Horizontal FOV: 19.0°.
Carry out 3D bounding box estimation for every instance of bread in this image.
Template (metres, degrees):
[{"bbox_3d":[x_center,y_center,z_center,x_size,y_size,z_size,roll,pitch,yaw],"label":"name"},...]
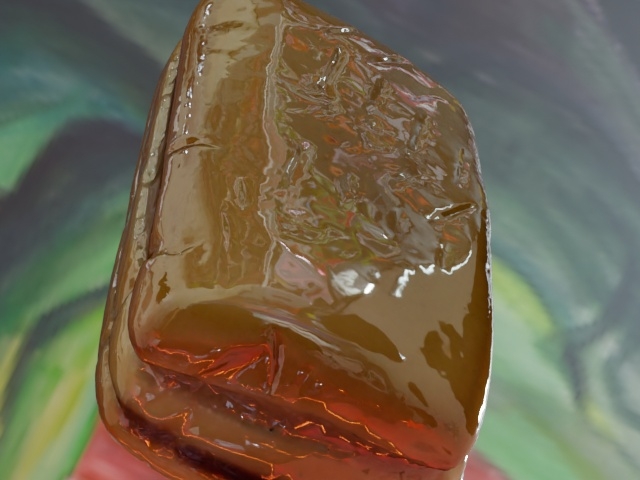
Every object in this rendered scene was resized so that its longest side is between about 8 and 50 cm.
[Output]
[{"bbox_3d":[0.000,0.000,0.569,0.200,0.116,0.077,-85,-160,-53],"label":"bread"}]
